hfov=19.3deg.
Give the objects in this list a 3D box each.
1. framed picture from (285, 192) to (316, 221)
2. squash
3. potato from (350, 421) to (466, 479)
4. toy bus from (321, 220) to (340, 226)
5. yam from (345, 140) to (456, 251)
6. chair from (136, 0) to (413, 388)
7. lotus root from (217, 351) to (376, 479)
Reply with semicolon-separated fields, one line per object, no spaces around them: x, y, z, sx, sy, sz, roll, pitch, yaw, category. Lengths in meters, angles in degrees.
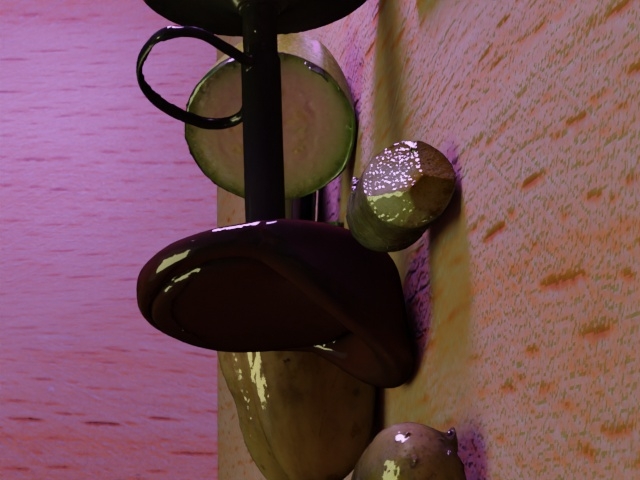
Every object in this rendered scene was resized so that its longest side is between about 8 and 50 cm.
-0.028;0.027;2.048;0.192;0.018;0.265;-64;-22;-70;framed picture
-0.042;-0.134;1.861;0.123;0.170;0.170;-74;-8;-55;squash
0.058;0.179;1.317;0.188;0.085;0.105;123;150;-85;potato
0.000;0.000;1.946;0.083;0.037;0.031;126;143;-77;toy bus
0.056;-0.033;1.390;0.146;0.069;0.070;118;151;-77;yam
-0.045;-0.066;1.575;0.226;0.226;0.401;105;163;-63;chair
-0.019;0.116;1.705;0.154;0.140;0.257;153;108;-67;lotus root
